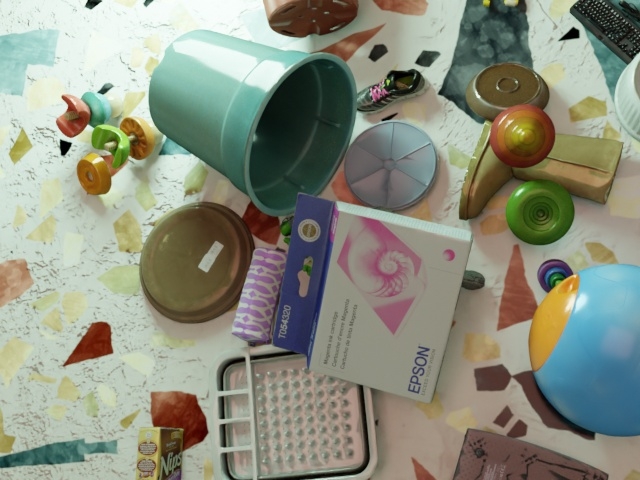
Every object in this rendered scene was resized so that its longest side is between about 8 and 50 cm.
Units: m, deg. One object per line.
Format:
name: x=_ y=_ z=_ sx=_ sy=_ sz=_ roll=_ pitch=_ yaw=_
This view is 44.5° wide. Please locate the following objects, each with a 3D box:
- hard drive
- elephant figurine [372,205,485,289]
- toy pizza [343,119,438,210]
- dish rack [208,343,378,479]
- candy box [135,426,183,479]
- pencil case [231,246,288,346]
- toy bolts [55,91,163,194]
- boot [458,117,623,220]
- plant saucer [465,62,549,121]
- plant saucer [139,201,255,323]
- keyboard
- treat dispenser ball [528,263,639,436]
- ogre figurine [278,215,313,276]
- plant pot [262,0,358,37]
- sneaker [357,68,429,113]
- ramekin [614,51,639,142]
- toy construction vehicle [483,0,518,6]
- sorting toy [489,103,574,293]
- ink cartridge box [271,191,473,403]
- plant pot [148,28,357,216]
hard drive: x=0.368 y=0.452 z=1.408 sx=0.255 sy=0.054 sz=0.172 roll=14 pitch=80 yaw=19
elephant figurine: x=0.171 y=0.046 z=1.505 sx=0.239 sy=0.169 sz=0.186 roll=31 pitch=66 yaw=29
toy pizza: x=0.149 y=-0.157 z=1.651 sx=0.201 sy=0.032 sz=0.201 roll=-4 pitch=75 yaw=14
dish rack: x=-0.052 y=0.346 z=1.551 sx=0.333 sy=0.072 sz=0.285 roll=-10 pitch=72 yaw=14
candy box: x=-0.325 y=0.473 z=1.577 sx=0.053 sy=0.109 sz=0.186 roll=-5 pitch=75 yaw=16
pencil case: x=-0.121 y=0.117 z=1.626 sx=0.088 sy=0.086 sz=0.206 roll=11 pitch=78 yaw=11
toy bolts: x=-0.494 y=-0.243 z=1.837 sx=0.228 sy=0.158 sz=0.218 roll=48 pitch=132 yaw=12
boot: x=0.426 y=-0.119 z=1.530 sx=0.270 sy=0.089 sz=0.236 roll=17 pitch=81 yaw=19
plant saucer: x=0.381 y=-0.308 z=1.593 sx=0.169 sy=0.029 sz=0.168 roll=-4 pitch=53 yaw=5
plant saucer: x=-0.278 y=0.043 z=1.719 sx=0.278 sy=0.041 sz=0.277 roll=-4 pitch=73 yaw=15
keyboard: x=0.606 y=-0.447 z=1.593 sx=0.100 sy=0.038 sz=0.192 roll=-40 pitch=69 yaw=3
treat dispenser ball: x=0.499 y=0.183 z=1.318 sx=0.288 sy=0.288 sz=0.288 roll=-4 pitch=74 yaw=15
ogre figurine: x=0.000 y=0.000 z=1.622 sx=0.118 sy=0.097 sz=0.197 roll=-48 pitch=37 yaw=13
plant pot: x=-0.035 y=-0.608 z=1.720 sx=0.272 sy=0.272 sz=0.265 roll=-11 pitch=81 yaw=13
sneaker: x=0.145 y=-0.326 z=1.675 sx=0.170 sy=0.075 sz=0.063 roll=-17 pitch=71 yaw=12
ramekin: x=0.672 y=-0.285 z=1.484 sx=0.207 sy=0.109 sz=0.207 roll=-3 pitch=78 yaw=14
toy construction vehicle: x=0.396 y=-0.547 z=1.688 sx=0.086 sy=0.035 sz=0.098 roll=8 pitch=80 yaw=7
sorting toy: x=0.402 y=-0.070 z=1.435 sx=0.127 sy=0.126 sz=0.365 roll=-13 pitch=95 yaw=12
ink cartridge box: x=0.081 y=0.105 z=1.431 sx=0.330 sy=0.071 sz=0.324 roll=13 pitch=108 yaw=9
plant pot: x=-0.156 y=-0.273 z=1.631 sx=0.334 sy=0.341 sz=0.341 roll=29 pitch=85 yaw=29
